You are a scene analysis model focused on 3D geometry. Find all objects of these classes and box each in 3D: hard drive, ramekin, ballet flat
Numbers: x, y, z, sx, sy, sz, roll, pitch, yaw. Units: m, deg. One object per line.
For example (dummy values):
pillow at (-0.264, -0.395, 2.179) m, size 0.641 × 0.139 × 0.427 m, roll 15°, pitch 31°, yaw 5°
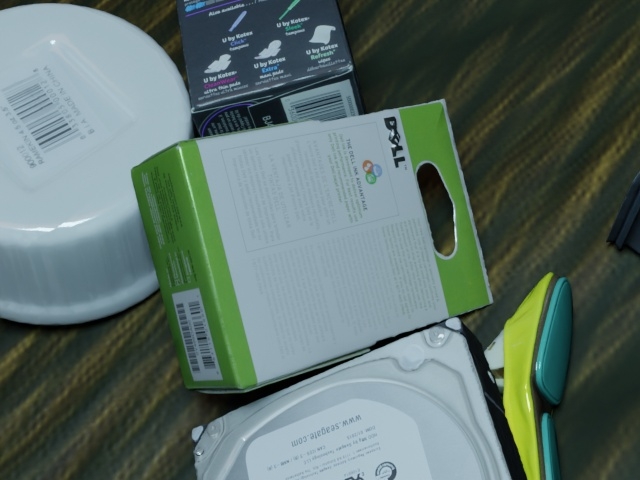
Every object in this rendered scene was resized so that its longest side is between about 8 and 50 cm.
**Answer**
hard drive at (0.043, 0.244, 0.722) m, size 0.237 × 0.064 × 0.339 m, roll -24°, pitch 55°, yaw 16°
ramekin at (-0.236, -0.077, 0.942) m, size 0.277 × 0.135 × 0.277 m, roll 3°, pitch 62°, yaw -5°
ballet flat at (0.148, 0.127, 0.811) m, size 0.077 × 0.077 × 0.231 m, roll -6°, pitch 57°, yaw 24°

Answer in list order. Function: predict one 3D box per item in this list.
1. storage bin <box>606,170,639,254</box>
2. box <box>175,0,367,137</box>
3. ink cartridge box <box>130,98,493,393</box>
storage bin at (0.302, -0.022, 0.846) m, size 0.098 × 0.135 × 0.091 m, roll -40°, pitch 70°, yaw -15°
box at (-0.048, -0.187, 0.996) m, size 0.143 × 0.165 × 0.270 m, roll -14°, pitch 56°, yaw 3°
ink cartridge box at (0.000, 0.000, 0.866) m, size 0.255 × 0.097 × 0.188 m, roll -14°, pitch 90°, yaw -32°
